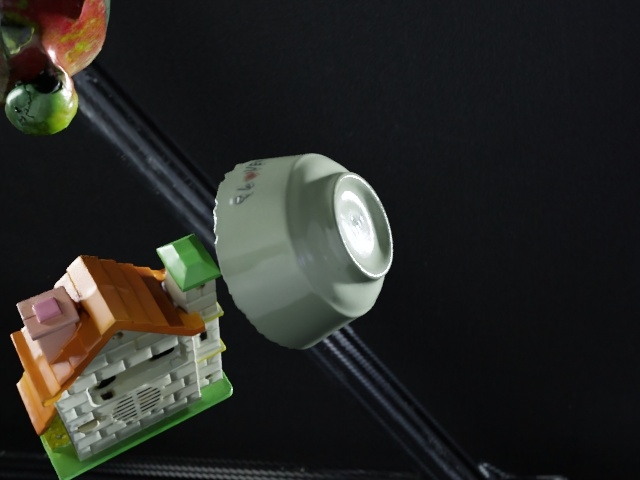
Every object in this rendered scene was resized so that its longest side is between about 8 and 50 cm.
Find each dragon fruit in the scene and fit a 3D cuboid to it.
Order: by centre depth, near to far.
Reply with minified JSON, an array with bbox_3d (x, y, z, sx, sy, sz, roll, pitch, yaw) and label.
[{"bbox_3d":[-0.267,-0.222,0.605,0.268,0.130,0.295,-18,-72,52],"label":"dragon fruit"}]

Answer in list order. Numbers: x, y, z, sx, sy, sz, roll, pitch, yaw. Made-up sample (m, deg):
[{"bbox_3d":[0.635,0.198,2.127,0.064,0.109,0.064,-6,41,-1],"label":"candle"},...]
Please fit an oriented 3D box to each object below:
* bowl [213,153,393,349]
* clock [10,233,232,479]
[{"bbox_3d":[0.000,0.000,0.802,0.112,0.211,0.211,-18,-70,30],"label":"bowl"},{"bbox_3d":[-0.216,0.115,0.836,0.106,0.220,0.255,52,-26,30],"label":"clock"}]
